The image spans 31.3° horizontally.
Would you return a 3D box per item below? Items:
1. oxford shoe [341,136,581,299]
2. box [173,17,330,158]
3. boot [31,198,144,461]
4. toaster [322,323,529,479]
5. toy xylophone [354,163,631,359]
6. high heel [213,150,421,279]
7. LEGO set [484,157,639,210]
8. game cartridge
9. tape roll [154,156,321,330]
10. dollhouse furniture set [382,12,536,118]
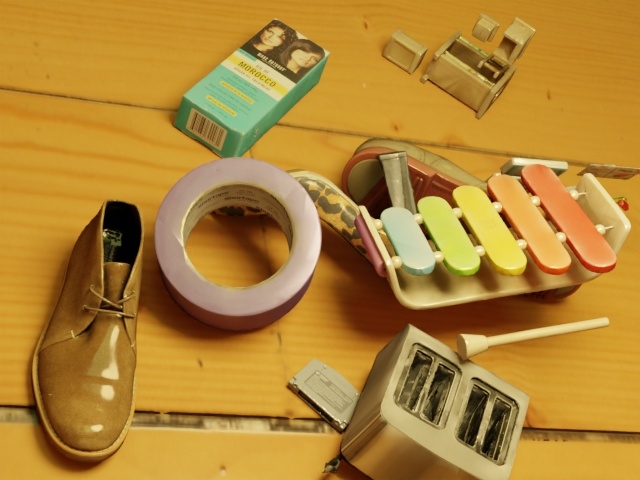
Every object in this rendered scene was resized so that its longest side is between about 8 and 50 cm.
[{"bbox_3d":[0.200,-0.044,1.518,0.348,0.123,0.130,31,30,-4],"label":"oxford shoe"},{"bbox_3d":[-0.090,-0.210,1.577,0.100,0.060,0.244,33,46,7],"label":"box"},{"bbox_3d":[-0.238,0.085,1.216,0.112,0.115,0.305,11,49,-17],"label":"boot"},{"bbox_3d":[0.122,0.204,1.256,0.168,0.110,0.185,31,45,-3],"label":"toaster"},{"bbox_3d":[0.212,0.018,1.332,0.323,0.081,0.236,-14,42,-19],"label":"toy xylophone"},{"bbox_3d":[0.000,0.000,1.435,0.261,0.186,0.093,-10,8,5],"label":"high heel"},{"bbox_3d":[0.342,-0.056,1.550,0.244,0.182,0.060,4,76,-12],"label":"LEGO set"},{"bbox_3d":[0.010,0.175,1.310,0.083,0.017,0.056,40,51,14],"label":"game cartridge"},{"bbox_3d":[-0.095,0.005,1.318,0.189,0.080,0.189,2,73,-5],"label":"tape roll"},{"bbox_3d":[0.218,-0.311,1.729,0.182,0.161,0.101,35,46,8],"label":"dollhouse furniture set"}]
